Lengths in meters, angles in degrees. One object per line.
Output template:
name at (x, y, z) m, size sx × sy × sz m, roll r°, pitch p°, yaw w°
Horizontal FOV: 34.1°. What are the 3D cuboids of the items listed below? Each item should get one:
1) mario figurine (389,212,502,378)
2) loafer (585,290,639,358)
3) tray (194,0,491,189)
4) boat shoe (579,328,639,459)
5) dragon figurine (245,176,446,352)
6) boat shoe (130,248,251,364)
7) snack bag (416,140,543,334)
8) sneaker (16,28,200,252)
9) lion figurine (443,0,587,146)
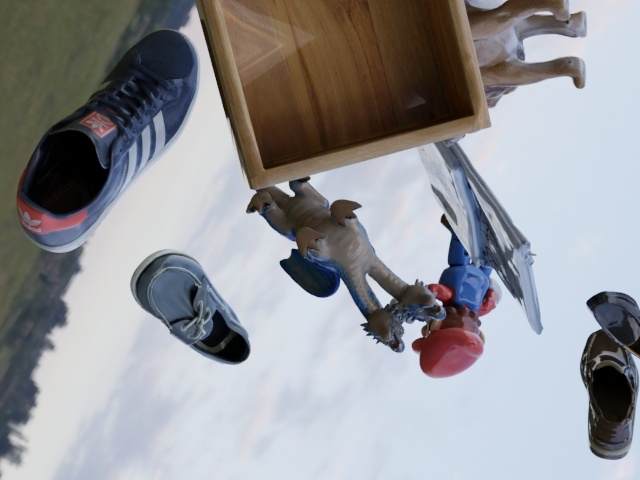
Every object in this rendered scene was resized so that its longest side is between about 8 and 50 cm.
mario figurine at (0.243, 0.108, 1.987) m, size 0.170 × 0.198 × 0.320 m, roll 76°, pitch 30°, yaw -69°
loafer at (0.452, 0.126, 1.540) m, size 0.062 × 0.170 × 0.061 m, roll -37°, pitch -138°, yaw 28°
tray at (-0.014, -0.265, 0.827) m, size 0.203 × 0.411 × 0.076 m, roll -16°, pitch -171°, yaw -9°
boat shoe at (0.474, 0.227, 1.688) m, size 0.257 × 0.095 × 0.095 m, roll -81°, pitch 166°, yaw -48°
dragon figurine at (0.000, 0.000, 1.039) m, size 0.085 × 0.144 × 0.289 m, roll -42°, pitch -131°, yaw -12°
boat shoe at (-0.199, 0.116, 1.697) m, size 0.116 × 0.099 × 0.319 m, roll -47°, pitch 149°, yaw -9°
snack bag at (0.227, -0.038, 1.551) m, size 0.037 × 0.323 × 0.342 m, roll -29°, pitch -121°, yaw -1°
sneaker at (-0.271, -0.146, 1.355) m, size 0.350 × 0.131 × 0.148 m, roll -60°, pitch 174°, yaw -15°
lion figurine at (0.175, -0.241, 1.194) m, size 0.392 × 0.240 × 0.142 m, roll 47°, pitch 45°, yaw -65°
